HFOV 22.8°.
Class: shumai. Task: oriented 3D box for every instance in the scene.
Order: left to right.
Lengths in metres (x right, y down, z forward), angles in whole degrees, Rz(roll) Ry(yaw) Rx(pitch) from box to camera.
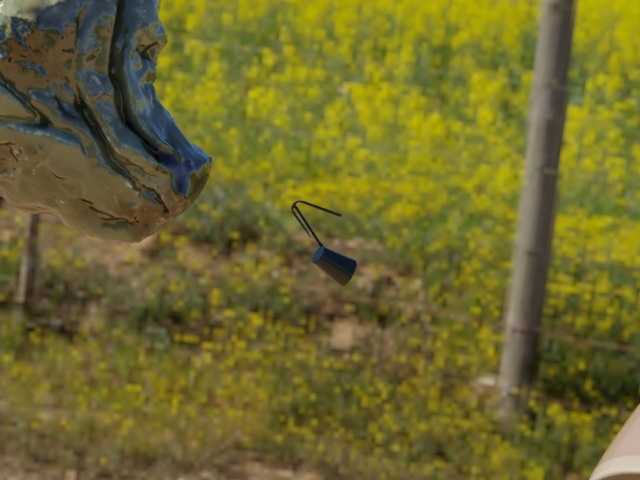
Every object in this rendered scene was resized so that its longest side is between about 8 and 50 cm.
[{"bbox_3d":[-0.256,-0.108,1.669,0.304,0.263,0.309,-31,-10,-42],"label":"shumai"}]

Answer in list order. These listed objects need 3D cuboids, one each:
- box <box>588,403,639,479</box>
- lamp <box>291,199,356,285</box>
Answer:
[{"bbox_3d":[0.410,0.248,1.507,0.301,0.301,0.216,13,47,31],"label":"box"},{"bbox_3d":[0.000,0.000,1.694,0.054,0.041,0.121,31,18,-24],"label":"lamp"}]
